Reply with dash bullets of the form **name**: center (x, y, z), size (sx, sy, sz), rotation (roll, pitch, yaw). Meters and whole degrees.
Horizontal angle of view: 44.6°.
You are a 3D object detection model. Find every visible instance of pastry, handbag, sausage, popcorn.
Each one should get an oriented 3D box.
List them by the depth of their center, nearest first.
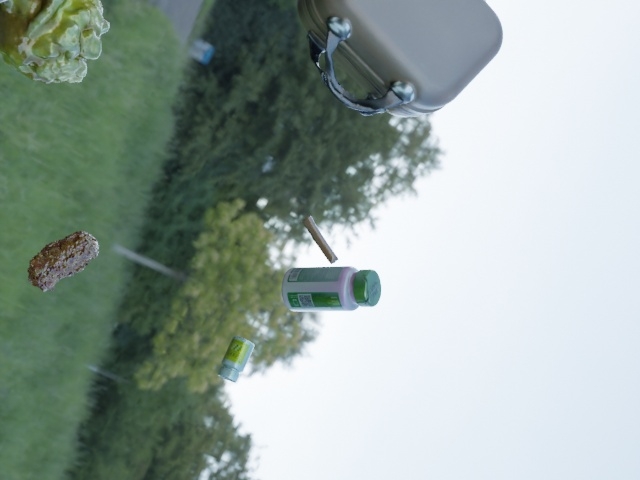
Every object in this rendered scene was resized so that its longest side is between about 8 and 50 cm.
- **handbag**: center (0.100, -0.319, 1.191), size (0.283, 0.302, 0.149), rotation (-53, -161, -16)
- **sausage**: center (0.000, 0.000, 1.696), size (0.026, 0.116, 0.026), rotation (-34, 178, -1)
- **pastry**: center (-0.568, 0.038, 1.708), size (0.169, 0.087, 0.063), rotation (-38, 169, -16)
- **popcorn**: center (-0.668, -0.541, 1.884), size (0.279, 0.274, 0.335), rotation (-40, -109, 43)

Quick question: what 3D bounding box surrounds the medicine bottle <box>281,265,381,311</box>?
- **medicine bottle**: center (0.033, 0.139, 2.252), size (0.274, 0.133, 0.133), rotation (-3, -128, 30)

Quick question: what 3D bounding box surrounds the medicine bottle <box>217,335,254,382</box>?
- **medicine bottle**: center (-0.166, 0.232, 1.526), size (0.047, 0.047, 0.083), rotation (-18, -135, 63)

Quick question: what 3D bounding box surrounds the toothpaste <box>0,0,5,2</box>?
- **toothpaste**: center (-0.501, -0.484, 1.321), size (0.301, 0.075, 0.048), rotation (-44, -137, -9)
